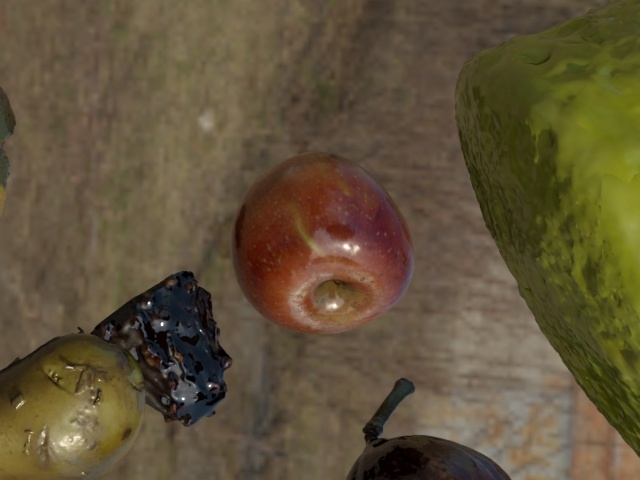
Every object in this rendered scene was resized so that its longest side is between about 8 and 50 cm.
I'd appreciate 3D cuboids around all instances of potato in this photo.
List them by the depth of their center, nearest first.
[{"bbox_3d":[-0.231,0.154,1.326,0.137,0.176,0.137,50,23,-29],"label":"potato"}]

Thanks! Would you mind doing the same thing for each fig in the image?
[{"bbox_3d":[0.090,0.275,1.643,0.249,0.204,0.186,52,6,20],"label":"fig"}]

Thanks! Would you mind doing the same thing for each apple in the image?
[{"bbox_3d":[0.000,0.000,1.675,0.201,0.201,0.162,84,-5,-50],"label":"apple"}]

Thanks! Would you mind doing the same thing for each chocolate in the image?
[{"bbox_3d":[-0.151,0.125,1.549,0.133,0.156,0.156,54,0,12],"label":"chocolate"}]

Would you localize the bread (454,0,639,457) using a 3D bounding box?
[{"bbox_3d":[0.273,-0.027,0.997,0.348,0.308,0.348,55,-4,5],"label":"bread"}]

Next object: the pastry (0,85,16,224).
[{"bbox_3d":[-0.555,-0.105,1.959,0.164,0.356,0.356,27,-60,57],"label":"pastry"}]
